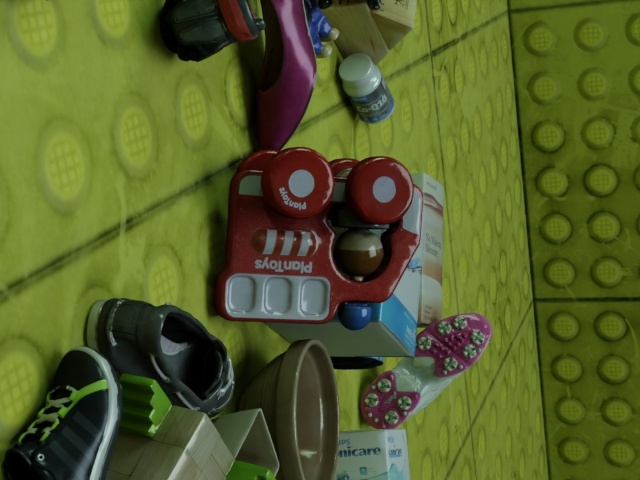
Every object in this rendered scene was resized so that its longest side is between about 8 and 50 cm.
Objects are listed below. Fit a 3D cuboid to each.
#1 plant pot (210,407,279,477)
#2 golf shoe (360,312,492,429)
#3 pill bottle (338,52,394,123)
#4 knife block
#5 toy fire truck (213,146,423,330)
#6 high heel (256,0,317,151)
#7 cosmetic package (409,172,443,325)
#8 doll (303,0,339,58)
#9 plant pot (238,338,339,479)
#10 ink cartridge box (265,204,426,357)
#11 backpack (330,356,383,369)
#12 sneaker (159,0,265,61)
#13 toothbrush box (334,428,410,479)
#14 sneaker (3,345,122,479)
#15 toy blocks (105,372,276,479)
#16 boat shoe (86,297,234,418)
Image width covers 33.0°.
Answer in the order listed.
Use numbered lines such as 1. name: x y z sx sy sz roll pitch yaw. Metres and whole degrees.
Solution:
1. plant pot: -0.127 0.296 1.439 0.109 0.096 0.109 -61 143 -51
2. golf shoe: 0.208 0.255 2.127 0.115 0.306 0.140 51 -3 18
3. pill bottle: 0.086 -0.288 2.052 0.137 0.078 0.078 54 40 -55
4. knife block: 0.041 -0.432 1.973 0.275 0.242 0.088 -38 -142 59
5. toy fire truck: 0.000 0.000 1.566 0.169 0.302 0.254 -172 -93 -68
6. high heel: -0.092 -0.320 1.615 0.181 0.127 0.377 8 99 -25
7. cosmetic package: 0.168 0.024 2.167 0.153 0.129 0.296 18 71 -66
8. doll: -0.030 -0.396 1.809 0.189 0.046 0.129 52 50 -47
9. plant pot: -0.052 0.265 1.600 0.237 0.109 0.237 -3 90 -74
10. ink cartridge box: 0.048 0.034 1.767 0.197 0.198 0.270 48 46 -59
11. backpack: 0.051 0.179 1.876 0.105 0.114 0.084 32 59 -64
12. sneaker: -0.146 -0.299 1.444 0.276 0.135 0.098 -100 171 -77
13. toothbrush box: 0.085 0.473 1.854 0.216 0.126 0.296 31 54 -74
14. sneaker: -0.269 0.211 1.102 0.097 0.084 0.235 32 49 -46
15. toy blocks: -0.179 0.376 1.243 0.261 0.190 0.381 -61 144 -33
16. boat shoe: -0.167 0.156 1.349 0.335 0.095 0.112 46 46 -59
